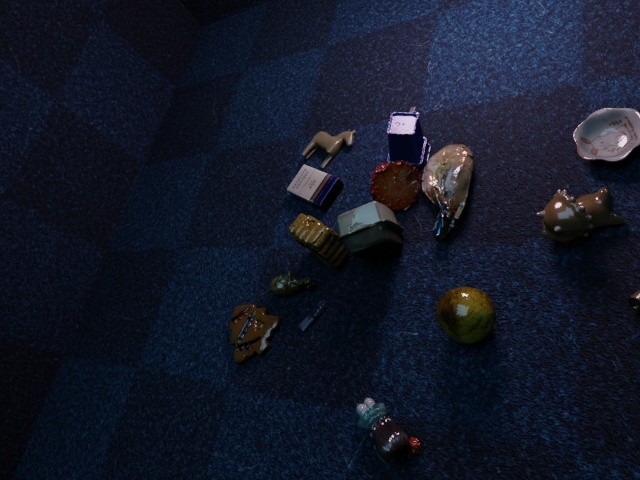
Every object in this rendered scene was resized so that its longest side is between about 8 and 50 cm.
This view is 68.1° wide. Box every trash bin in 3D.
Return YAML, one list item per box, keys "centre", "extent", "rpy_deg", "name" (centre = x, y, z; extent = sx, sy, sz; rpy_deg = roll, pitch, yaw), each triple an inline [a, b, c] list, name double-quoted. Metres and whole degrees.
- centre: [0.372, -0.429, 2.017]
  extent: [0.184, 0.234, 0.163]
  rpy_deg: [7, 67, 19]
  name: "trash bin"

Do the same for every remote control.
- centre: [-0.031, 0.315, 1.994]
  extent: [0.152, 0.027, 0.043]
  rpy_deg: [-49, 53, 2]
  name: "remote control"

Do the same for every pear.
- centre: [0.493, 0.243, 1.585]
  extent: [0.197, 0.197, 0.197]
  rpy_deg: [-16, 56, 25]
  name: "pear"

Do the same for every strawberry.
- centre: [0.310, -0.243, 2.022]
  extent: [0.234, 0.234, 0.178]
  rpy_deg: [-34, 21, 12]
  name: "strawberry"

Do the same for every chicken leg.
- centre: [-0.124, 0.186, 2.090]
  extent: [0.227, 0.088, 0.103]
  rpy_deg: [-16, 43, 29]
  name: "chicken leg"

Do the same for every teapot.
- centre: [0.963, 0.185, 1.377]
  extent: [0.080, 0.110, 0.085]
  rpy_deg: [-39, 92, -9]
  name: "teapot"

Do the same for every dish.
- centre: [1.018, -0.354, 1.664]
  extent: [0.229, 0.081, 0.229]
  rpy_deg: [-17, 57, 29]
  name: "dish"

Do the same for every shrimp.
- centre: [0.500, -0.207, 1.906]
  extent: [0.221, 0.110, 0.446]
  rpy_deg: [-8, 56, 36]
  name: "shrimp"

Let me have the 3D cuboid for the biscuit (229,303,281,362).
- centre: [-0.323, 0.397, 2.125]
  extent: [0.278, 0.043, 0.301]
  rpy_deg: [-49, 49, -1]
  name: "biscuit"

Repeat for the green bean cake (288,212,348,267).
- centre: [0.000, 0.000, 2.028]
  extent: [0.224, 0.229, 0.131]
  rpy_deg: [31, 81, 44]
  name: "green bean cake"

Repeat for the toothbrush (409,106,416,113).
- centre: [0.392, -0.486, 2.185]
  extent: [0.031, 0.023, 0.321]
  rpy_deg: [0, 63, 41]
  name: "toothbrush"

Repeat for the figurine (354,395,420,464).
- centre: [0.215, 0.634, 1.599]
  extent: [0.138, 0.110, 0.245]
  rpy_deg: [-33, 42, -10]
  name: "figurine"

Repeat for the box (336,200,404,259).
- centre: [0.201, -0.032, 1.875]
  extent: [0.220, 0.290, 0.166]
  rpy_deg: [-22, 74, 21]
  name: "box"

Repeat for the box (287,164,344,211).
- centre: [-0.026, -0.258, 2.293]
  extent: [0.259, 0.071, 0.168]
  rpy_deg: [30, 82, 40]
  name: "box"

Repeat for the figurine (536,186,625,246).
- centre: [0.846, -0.094, 1.560]
  extent: [0.247, 0.173, 0.177]
  rpy_deg: [-21, 54, 23]
  name: "figurine"

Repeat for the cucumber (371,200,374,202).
- centre: [0.237, -0.145, 2.074]
  extent: [0.105, 0.048, 0.048]
  rpy_deg: [-52, 49, 0]
  name: "cucumber"

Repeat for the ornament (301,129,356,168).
- centre: [0.050, -0.479, 2.379]
  extent: [0.245, 0.061, 0.230]
  rpy_deg: [-52, 51, 1]
  name: "ornament"
